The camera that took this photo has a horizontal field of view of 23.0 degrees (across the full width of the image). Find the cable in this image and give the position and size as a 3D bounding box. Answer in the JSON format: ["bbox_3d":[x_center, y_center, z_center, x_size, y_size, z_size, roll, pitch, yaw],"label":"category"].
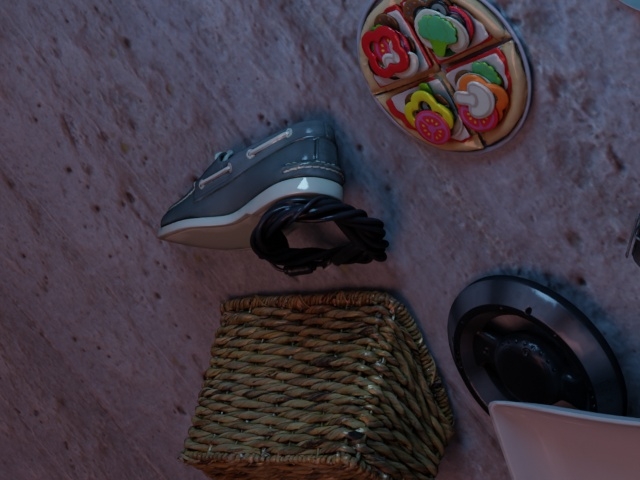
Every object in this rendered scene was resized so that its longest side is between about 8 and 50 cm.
[{"bbox_3d":[0.000,0.000,1.726,0.150,0.047,0.184,3,159,3],"label":"cable"}]

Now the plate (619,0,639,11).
[{"bbox_3d":[0.252,-0.277,1.355,0.188,0.024,0.188,49,171,11],"label":"plate"}]

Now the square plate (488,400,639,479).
[{"bbox_3d":[0.362,0.307,1.574,0.347,0.049,0.344,1,121,42],"label":"square plate"}]

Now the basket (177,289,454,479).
[{"bbox_3d":[0.015,0.202,1.908,0.299,0.223,0.213,-7,149,41],"label":"basket"}]

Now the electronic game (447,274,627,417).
[{"bbox_3d":[0.234,0.138,1.715,0.229,0.048,0.229,28,138,30],"label":"electronic game"}]

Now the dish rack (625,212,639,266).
[{"bbox_3d":[0.385,-0.025,1.452,0.208,0.074,0.271,26,134,22],"label":"dish rack"}]

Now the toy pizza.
[{"bbox_3d":[0.118,-0.170,1.585,0.201,0.032,0.201,21,132,25],"label":"toy pizza"}]

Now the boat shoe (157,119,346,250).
[{"bbox_3d":[-0.081,-0.058,1.808,0.319,0.116,0.099,-19,65,52],"label":"boat shoe"}]
